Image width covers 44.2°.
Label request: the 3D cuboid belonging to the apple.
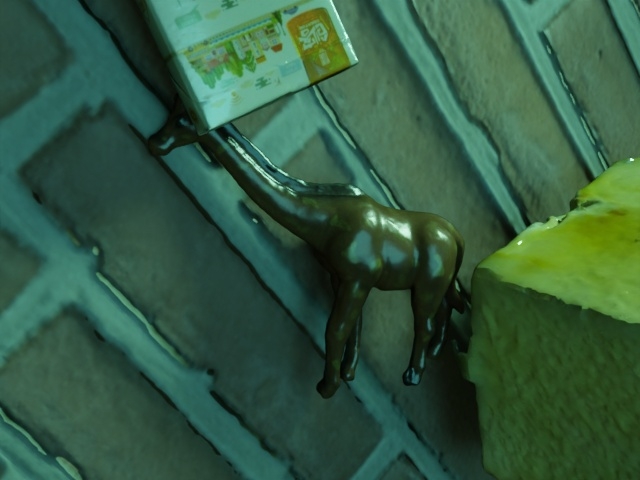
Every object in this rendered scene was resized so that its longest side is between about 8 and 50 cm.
[{"bbox_3d":[0.276,0.055,0.627,0.309,0.314,0.252,-23,72,-34],"label":"apple"}]

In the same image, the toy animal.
[{"bbox_3d":[0.000,0.000,0.568,0.224,0.066,0.229,-8,105,-14],"label":"toy animal"}]

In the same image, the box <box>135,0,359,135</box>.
[{"bbox_3d":[-0.070,-0.191,0.496,0.122,0.032,0.220,-29,100,-24],"label":"box"}]
